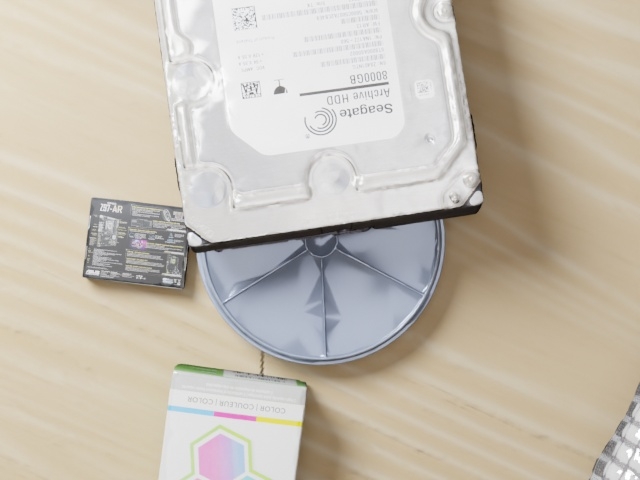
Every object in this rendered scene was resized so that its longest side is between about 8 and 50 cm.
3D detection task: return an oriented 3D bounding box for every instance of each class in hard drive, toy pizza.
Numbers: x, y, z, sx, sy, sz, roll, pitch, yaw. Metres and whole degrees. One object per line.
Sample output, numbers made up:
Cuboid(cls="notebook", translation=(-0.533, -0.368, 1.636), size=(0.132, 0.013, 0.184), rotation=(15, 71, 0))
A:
Cuboid(cls="hard drive", translation=(-0.012, -0.172, 1.510), size=(0.237, 0.064, 0.338), rotation=(-8, 83, 0))
Cuboid(cls="toy pizza", translation=(0.000, 0.000, 1.550), size=(0.201, 0.032, 0.201), rotation=(0, 91, -2))

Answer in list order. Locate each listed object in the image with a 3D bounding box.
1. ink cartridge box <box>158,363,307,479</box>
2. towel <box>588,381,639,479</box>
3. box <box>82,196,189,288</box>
Cuboid(cls="ink cartridge box", translation=(-0.077, 0.210, 1.536), size=(0.109, 0.062, 0.209), rotation=(8, 91, -1))
Cuboid(cls="towel", translation=(0.369, 0.196, 1.516), size=(0.284, 0.121, 0.235), rotation=(28, 89, 1))
Cuboid(cls="box", translation=(-0.148, 0.002, 1.554), size=(0.083, 0.018, 0.067), rotation=(6, 91, -1))
